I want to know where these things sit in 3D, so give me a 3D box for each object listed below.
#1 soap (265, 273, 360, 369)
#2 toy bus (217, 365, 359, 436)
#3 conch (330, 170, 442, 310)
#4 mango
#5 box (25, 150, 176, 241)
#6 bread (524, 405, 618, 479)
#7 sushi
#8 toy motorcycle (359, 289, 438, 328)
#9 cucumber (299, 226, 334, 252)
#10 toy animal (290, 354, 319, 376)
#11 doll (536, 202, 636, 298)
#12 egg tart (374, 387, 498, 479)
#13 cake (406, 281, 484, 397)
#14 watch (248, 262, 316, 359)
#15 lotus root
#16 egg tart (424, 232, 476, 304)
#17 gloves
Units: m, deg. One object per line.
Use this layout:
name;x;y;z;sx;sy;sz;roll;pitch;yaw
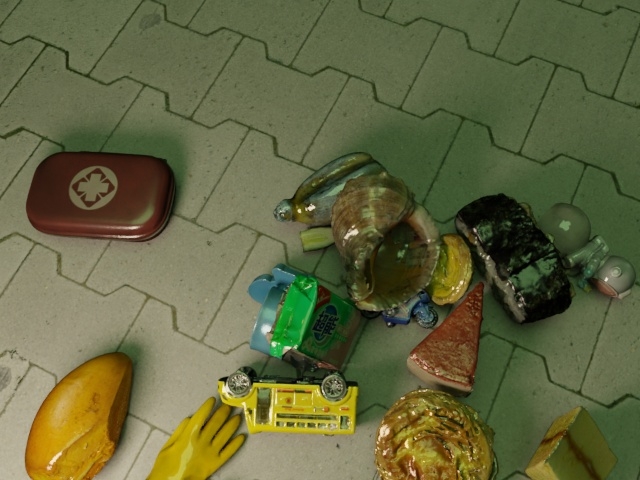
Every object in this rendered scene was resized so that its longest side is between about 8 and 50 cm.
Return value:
soap;-0.007;0.191;1.661;0.098;0.273;0.218;11;76;28
toy bus;-0.077;0.380;1.688;0.330;0.144;0.152;2;85;1
conch;0.145;0.006;1.778;0.297;0.210;0.352;25;81;-18
mango;-0.555;0.413;1.680;0.199;0.201;0.350;30;60;-16
box;-0.599;-0.122;1.949;0.404;0.108;0.263;3;67;4
bread;0.567;0.483;1.557;0.163;0.264;0.167;35;78;17
sushi;0.480;0.036;1.781;0.171;0.211;0.350;-26;59;-2
toy motorcycle;0.201;0.159;1.812;0.205;0.076;0.114;9;63;12
cucumber;0.000;0.000;1.910;0.107;0.035;0.067;-10;56;-8
toy animal;-0.041;0.317;1.778;0.084;0.028;0.050;16;60;10
doll;0.677;0.031;1.813;0.151;0.151;0.287;-42;75;-14
egg tart;0.266;0.488;1.649;0.297;0.132;0.297;-1;82;4
cake;0.300;0.231;1.733;0.159;0.158;0.262;10;66;5
watch;-0.100;0.185;1.751;0.211;0.211;0.193;16;51;9
lotus root;0.029;-0.118;1.905;0.322;0.140;0.158;-29;52;-4
egg tart;0.331;0.073;1.812;0.074;0.191;0.191;10;63;-31
gloves;-0.297;0.505;1.686;0.133;0.116;0.294;46;64;-9
